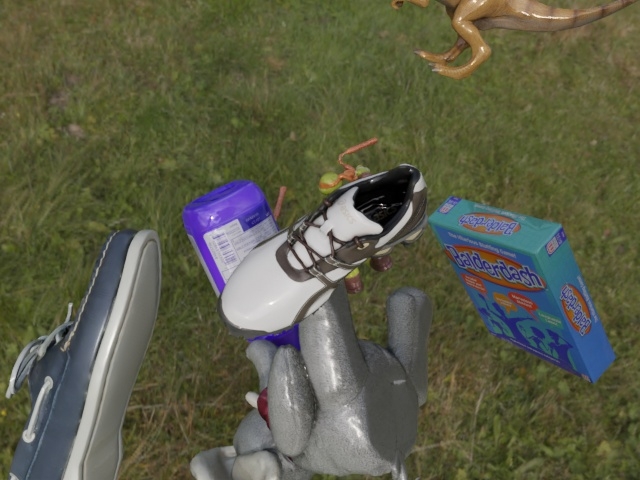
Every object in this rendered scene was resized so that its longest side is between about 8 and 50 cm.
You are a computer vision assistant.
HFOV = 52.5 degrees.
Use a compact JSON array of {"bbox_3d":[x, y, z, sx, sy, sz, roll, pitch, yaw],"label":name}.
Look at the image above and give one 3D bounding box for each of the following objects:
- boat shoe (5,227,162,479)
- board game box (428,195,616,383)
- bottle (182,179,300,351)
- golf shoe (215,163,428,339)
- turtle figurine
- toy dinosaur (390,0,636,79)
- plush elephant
[{"bbox_3d":[-0.180,0.107,0.482,0.079,0.254,0.095,17,12,7],"label":"boat shoe"},{"bbox_3d":[0.227,0.053,0.738,0.047,0.210,0.160,-43,31,-15],"label":"board game box"},{"bbox_3d":[-0.090,0.059,0.922,0.118,0.282,0.092,-30,19,-20],"label":"bottle"},{"bbox_3d":[0.000,0.000,0.511,0.198,0.094,0.077,-35,72,-14],"label":"golf shoe"},{"bbox_3d":[0.052,-0.037,1.068,0.087,0.217,0.269,4,38,44],"label":"turtle figurine"},{"bbox_3d":[0.125,-0.178,0.493,0.212,0.112,0.064,27,25,5],"label":"toy dinosaur"},{"bbox_3d":[-0.011,0.207,0.809,0.272,0.255,0.330,9,70,-51],"label":"plush elephant"}]
